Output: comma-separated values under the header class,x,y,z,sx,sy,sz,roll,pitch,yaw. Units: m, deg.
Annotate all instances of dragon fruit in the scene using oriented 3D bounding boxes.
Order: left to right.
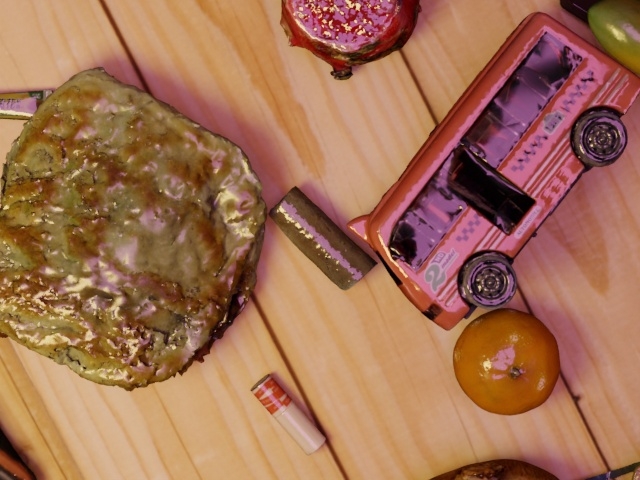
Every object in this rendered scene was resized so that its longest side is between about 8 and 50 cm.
class,x,y,z,sx,sy,sz,roll,pitch,yaw
dragon fruit,0.032,-0.357,1.383,0.211,0.147,0.282,17,109,16

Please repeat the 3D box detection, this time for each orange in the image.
class,x,y,z,sx,sy,sz,roll,pitch,yaw
orange,0.271,0.176,1.453,0.156,0.124,0.156,0,91,2

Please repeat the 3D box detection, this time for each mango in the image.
class,x,y,z,sx,sy,sz,roll,pitch,yaw
mango,0.455,-0.253,1.326,0.237,0.137,0.091,2,133,-35

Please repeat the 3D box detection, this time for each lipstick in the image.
class,x,y,z,sx,sy,sz,roll,pitch,yaw
lipstick,-0.048,0.259,1.496,0.038,0.038,0.131,-40,93,2

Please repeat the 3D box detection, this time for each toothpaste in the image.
class,x,y,z,sx,sy,sz,roll,pitch,yaw
toothpaste,-0.492,-0.197,1.469,0.204,0.031,0.049,0,93,-3

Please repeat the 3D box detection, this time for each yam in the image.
class,x,y,z,sx,sy,sz,roll,pitch,yaw
yam,0.000,0.000,1.468,0.169,0.068,0.068,43,92,-2

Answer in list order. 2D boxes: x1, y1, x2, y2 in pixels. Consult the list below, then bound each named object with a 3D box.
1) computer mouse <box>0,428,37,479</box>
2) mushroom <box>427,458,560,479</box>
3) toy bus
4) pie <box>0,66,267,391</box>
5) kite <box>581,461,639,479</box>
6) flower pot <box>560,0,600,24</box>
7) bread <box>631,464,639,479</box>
class,x,y,z,sx,sy,sz,roll,pitch,yaw
computer mouse,-0.548,0.316,1.458,0.183,0.116,0.323,-35,94,6
mushroom,0.236,0.438,1.454,0.296,0.163,0.278,-11,102,0
toy bus,0.240,-0.092,1.402,0.233,0.203,0.427,38,91,2
pie,-0.274,-0.014,1.412,0.395,0.180,0.418,19,88,-2
kite,0.535,0.390,1.521,0.360,0.022,0.204,-18,93,-1
flower pot,0.470,-0.360,1.418,0.250,0.179,0.084,30,63,-3
bread,0.556,0.407,1.473,0.232,0.088,0.161,14,85,-3
